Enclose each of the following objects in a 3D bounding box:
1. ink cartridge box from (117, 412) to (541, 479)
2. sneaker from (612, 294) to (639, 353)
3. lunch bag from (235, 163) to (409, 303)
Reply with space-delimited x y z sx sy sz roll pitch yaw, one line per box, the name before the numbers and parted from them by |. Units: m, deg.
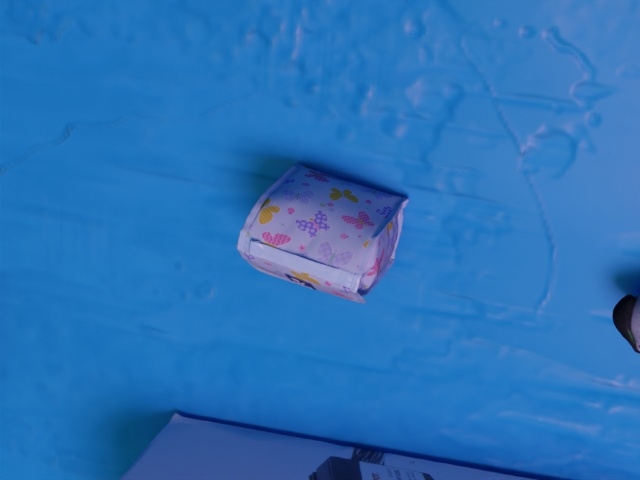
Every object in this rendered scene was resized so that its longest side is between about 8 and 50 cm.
ink cartridge box | 0.031 0.248 0.752 0.308 0.129 0.223 7 112 17
sneaker | 0.199 0.005 0.630 0.132 0.086 0.228 -9 107 24
lunch bag | 0.000 0.000 0.695 0.071 0.083 0.053 17 114 12
